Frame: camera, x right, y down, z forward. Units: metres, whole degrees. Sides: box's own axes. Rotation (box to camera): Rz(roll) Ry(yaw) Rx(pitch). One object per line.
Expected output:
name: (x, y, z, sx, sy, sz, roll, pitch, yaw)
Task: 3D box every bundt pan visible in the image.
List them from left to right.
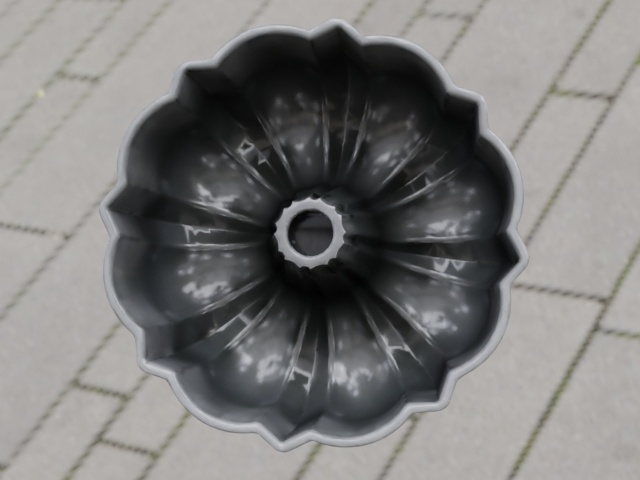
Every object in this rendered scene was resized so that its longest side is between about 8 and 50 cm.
bundt pan: (0.000, 0.000, 1.357, 0.331, 0.124, 0.330, -1, 85, 7)
